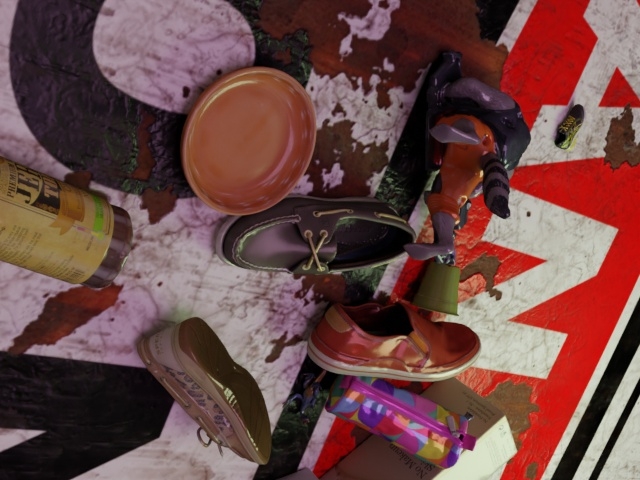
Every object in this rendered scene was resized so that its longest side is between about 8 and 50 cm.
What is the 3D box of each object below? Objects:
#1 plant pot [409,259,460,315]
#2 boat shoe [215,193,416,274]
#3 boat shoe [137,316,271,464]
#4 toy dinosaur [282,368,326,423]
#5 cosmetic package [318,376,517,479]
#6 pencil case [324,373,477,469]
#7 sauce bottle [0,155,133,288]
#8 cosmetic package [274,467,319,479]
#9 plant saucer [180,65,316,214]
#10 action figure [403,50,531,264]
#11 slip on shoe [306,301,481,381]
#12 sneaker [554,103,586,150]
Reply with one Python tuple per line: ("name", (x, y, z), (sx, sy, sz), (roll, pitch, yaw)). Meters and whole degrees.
("plant pot", (0.195, 0.076, 1.494), (0.083, 0.083, 0.079), (12, 93, -40))
("boat shoe", (0.001, -0.004, 1.292), (0.305, 0.091, 0.109), (-7, 116, -34))
("boat shoe", (-0.154, 0.221, 1.299), (0.089, 0.105, 0.285), (-17, 125, 16))
("toy dinosaur", (-0.013, 0.250, 1.446), (0.090, 0.047, 0.082), (-32, 147, -33))
("cosmetic package", (0.169, 0.389, 1.571), (0.309, 0.160, 0.113), (-36, 128, -18))
("pencil case", (0.127, 0.278, 1.454), (0.236, 0.104, 0.104), (26, 97, -7))
("sauce bottle", (-0.368, -0.041, 0.986), (0.344, 0.111, 0.111), (24, 97, -43))
("cosmetic package", (-0.051, 0.506, 1.530), (0.099, 0.060, 0.239), (-15, 120, -32))
("plant saucer", (-0.097, -0.132, 1.193), (0.200, 0.037, 0.200), (-16, 120, -30))
("action figure", (0.227, -0.087, 1.329), (0.330, 0.178, 0.341), (-48, 139, -52))
("slip on shoe", (0.134, 0.152, 1.451), (0.331, 0.123, 0.101), (7, 118, -33))
("sneaker", (0.426, -0.192, 1.555), (0.035, 0.031, 0.083), (2, 111, -37))
